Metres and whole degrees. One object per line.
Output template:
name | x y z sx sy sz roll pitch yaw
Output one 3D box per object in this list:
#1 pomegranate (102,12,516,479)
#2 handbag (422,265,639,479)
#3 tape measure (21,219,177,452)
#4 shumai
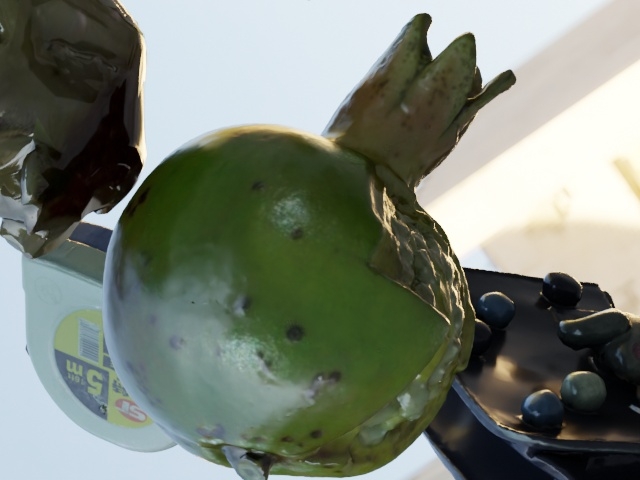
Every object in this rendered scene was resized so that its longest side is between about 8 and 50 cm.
pomegranate | 0.000 0.000 1.092 0.236 0.302 0.236 24 168 5
handbag | 0.207 0.114 1.469 0.269 0.118 0.326 2 -157 -21
tape measure | -0.118 0.110 1.674 0.351 0.215 0.098 21 -142 23
shumai | -0.225 -0.144 1.034 0.283 0.346 0.217 42 164 12
